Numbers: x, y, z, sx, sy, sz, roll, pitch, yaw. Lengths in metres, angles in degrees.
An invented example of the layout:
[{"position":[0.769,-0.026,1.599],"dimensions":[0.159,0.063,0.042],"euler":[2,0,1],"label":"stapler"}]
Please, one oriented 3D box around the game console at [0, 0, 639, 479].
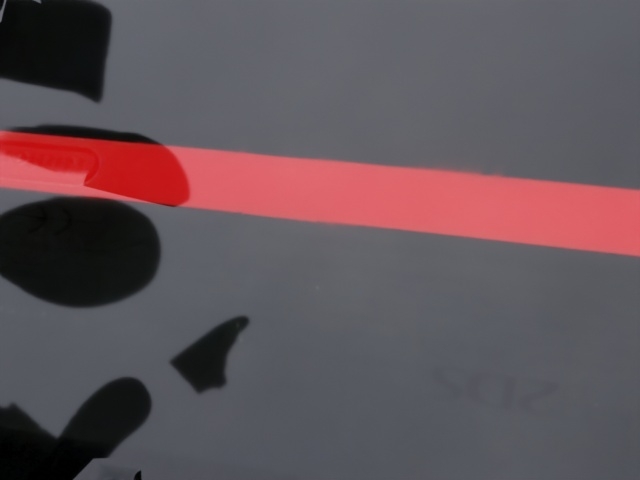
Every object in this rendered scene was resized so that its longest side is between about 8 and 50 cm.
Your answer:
[{"position":[0.000,0.000,0.500],"dimensions":[0.060,0.387,0.342],"euler":[68,-148,-61],"label":"game console"}]
